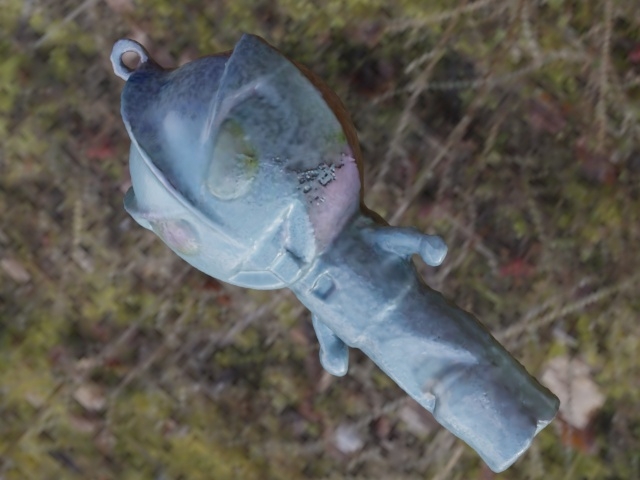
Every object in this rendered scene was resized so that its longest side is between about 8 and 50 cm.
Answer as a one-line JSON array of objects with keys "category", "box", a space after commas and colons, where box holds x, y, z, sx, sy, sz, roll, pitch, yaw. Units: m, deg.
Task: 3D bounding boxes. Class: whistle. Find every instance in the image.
[{"category": "whistle", "box": [0.001, -0.001, 1.072, 0.346, 0.134, 0.142, 42, 101, 3]}]
